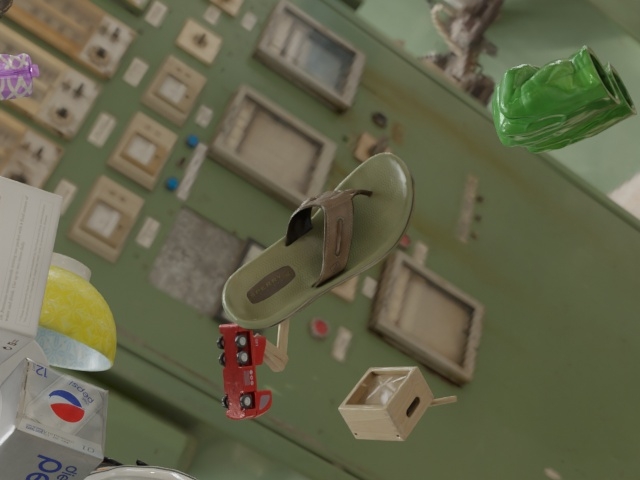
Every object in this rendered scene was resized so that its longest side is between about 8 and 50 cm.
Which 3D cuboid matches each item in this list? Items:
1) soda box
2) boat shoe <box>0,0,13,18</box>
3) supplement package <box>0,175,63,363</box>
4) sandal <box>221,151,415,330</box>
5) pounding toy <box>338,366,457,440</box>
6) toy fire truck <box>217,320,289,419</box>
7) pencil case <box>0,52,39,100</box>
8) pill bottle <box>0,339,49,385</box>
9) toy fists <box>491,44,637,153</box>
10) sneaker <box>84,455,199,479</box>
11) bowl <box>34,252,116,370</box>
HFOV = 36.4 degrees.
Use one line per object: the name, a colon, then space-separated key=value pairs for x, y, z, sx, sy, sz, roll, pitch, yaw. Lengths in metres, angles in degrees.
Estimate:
soda box: x=-0.334 y=0.247 z=0.990 sx=0.286 sy=0.098 sz=0.091 roll=-44 pitch=34 yaw=27
boat shoe: x=-0.533 y=-0.423 z=1.317 sx=0.132 sy=0.355 sz=0.130 roll=-19 pitch=-25 yaw=-37
supplement package: x=-0.459 y=0.012 z=1.043 sx=0.175 sy=0.293 sz=0.177 roll=-30 pitch=48 yaw=48
sandal: x=0.000 y=0.002 z=1.239 sx=0.303 sy=0.120 sz=0.086 roll=-41 pitch=-29 yaw=-5
pounding toy: x=0.134 y=0.280 z=1.666 sx=0.130 sy=0.100 sz=0.141 roll=-8 pitch=28 yaw=44
toy fire truck: x=-0.089 y=0.165 z=1.452 sx=0.047 sy=0.135 sz=0.192 roll=-10 pitch=82 yaw=41
pencil case: x=-0.607 y=-0.285 z=1.704 sx=0.088 sy=0.206 sz=0.086 roll=-21 pitch=82 yaw=59
pill bottle: x=-0.579 y=0.194 z=1.348 sx=0.392 sy=0.224 sz=0.224 roll=4 pitch=55 yaw=31
toy fists: x=0.295 y=-0.172 z=1.210 sx=0.142 sy=0.096 sz=0.279 roll=-27 pitch=-9 yaw=23
sneaker: x=-0.257 y=0.332 z=1.219 sx=0.321 sy=0.126 sz=0.127 roll=-7 pitch=6 yaw=17
bowl: x=-0.485 y=0.111 z=1.719 sx=0.289 sy=0.289 sz=0.156 roll=-28 pitch=43 yaw=59
